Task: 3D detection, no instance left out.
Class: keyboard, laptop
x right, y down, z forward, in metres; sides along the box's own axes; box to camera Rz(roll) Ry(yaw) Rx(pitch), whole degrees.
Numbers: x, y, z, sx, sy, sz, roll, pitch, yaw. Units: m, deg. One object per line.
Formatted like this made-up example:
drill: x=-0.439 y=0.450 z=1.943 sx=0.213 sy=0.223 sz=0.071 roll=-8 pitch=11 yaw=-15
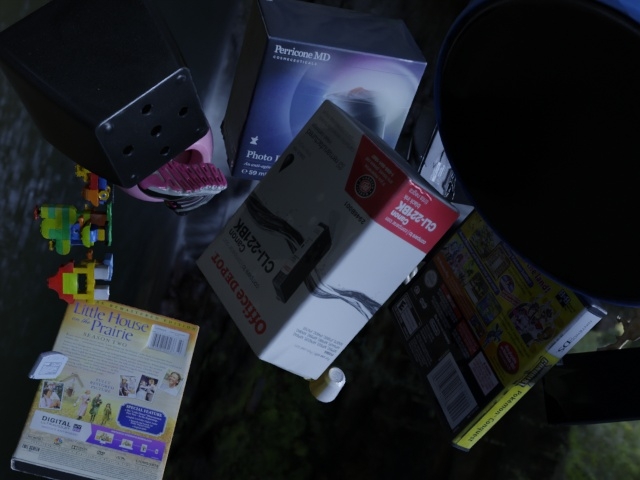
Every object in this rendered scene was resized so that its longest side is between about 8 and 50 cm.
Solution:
keyboard: x=0.192 y=-0.112 z=1.514 sx=0.038 sy=0.100 sz=0.192 roll=15 pitch=-100 yaw=52
laptop: x=0.399 y=0.222 z=1.039 sx=0.136 sy=0.264 sz=0.234 roll=-45 pitch=180 yaw=16

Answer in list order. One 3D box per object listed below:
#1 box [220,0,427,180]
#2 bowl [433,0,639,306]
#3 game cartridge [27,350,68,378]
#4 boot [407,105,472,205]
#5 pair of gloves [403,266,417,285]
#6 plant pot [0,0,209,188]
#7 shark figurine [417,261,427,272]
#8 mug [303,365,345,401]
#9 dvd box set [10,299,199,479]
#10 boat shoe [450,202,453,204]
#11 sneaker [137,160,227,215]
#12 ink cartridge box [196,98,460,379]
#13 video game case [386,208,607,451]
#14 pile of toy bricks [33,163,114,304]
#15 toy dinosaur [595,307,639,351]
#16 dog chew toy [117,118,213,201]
box: x=-0.004 y=-0.262 z=1.650 sx=0.183 sy=0.296 sz=0.294 roll=-108 pitch=-151 yaw=-49
bowl: x=0.272 y=-0.100 z=0.913 sx=0.077 sy=0.391 sz=0.391 roll=-35 pitch=163 yaw=-27
game cartridge: x=-0.520 y=0.238 z=1.720 sx=0.056 sy=0.017 sz=0.083 roll=-57 pitch=160 yaw=3
boot: x=0.428 y=-0.233 z=1.964 sx=0.146 sy=0.445 sz=0.367 roll=40 pitch=63 yaw=-64
pair of gloves: x=0.183 y=0.062 z=1.614 sx=0.204 sy=0.240 sz=0.042 roll=-47 pitch=-169 yaw=10
plant pot: x=-0.238 y=-0.177 z=1.060 sx=0.188 sy=0.167 sz=0.187 roll=-39 pitch=154 yaw=-15
shark figurine: x=0.260 y=0.052 z=2.049 sx=0.166 sy=0.278 sz=0.116 roll=17 pitch=94 yaw=-51
mug: x=0.012 y=0.287 z=1.816 sx=0.064 sy=0.078 sz=0.062 roll=-52 pitch=-131 yaw=47
dvd box set: x=-0.458 y=0.333 z=1.965 sx=0.062 sy=0.307 sz=0.420 roll=119 pitch=-17 yaw=-50
boat shoe: x=0.287 y=-0.154 z=2.170 sx=0.104 sy=0.089 sz=0.285 roll=-83 pitch=-176 yaw=-45
sneaker: x=-0.204 y=-0.069 z=1.269 sx=0.075 sy=0.063 sz=0.170 roll=-45 pitch=164 yaw=24
ink cartridge box: x=0.000 y=0.000 z=1.086 sx=0.273 sy=0.114 sz=0.197 roll=-51 pitch=-134 yaw=11
video game case: x=0.211 y=0.090 z=1.162 sx=0.248 sy=0.035 sz=0.275 roll=-51 pitch=-147 yaw=20
pile of toy bricks: x=-0.344 y=-0.027 z=1.248 sx=0.118 sy=0.105 sz=0.212 roll=-113 pitch=-154 yaw=-69
toy dinosaur: x=0.519 y=0.123 z=1.438 sx=0.183 sy=0.053 sz=0.092 roll=-53 pitch=-179 yaw=25
dog chew toy: x=-0.350 y=-0.219 z=1.670 sx=0.206 sy=0.332 sz=0.206 roll=-34 pitch=148 yaw=-25
